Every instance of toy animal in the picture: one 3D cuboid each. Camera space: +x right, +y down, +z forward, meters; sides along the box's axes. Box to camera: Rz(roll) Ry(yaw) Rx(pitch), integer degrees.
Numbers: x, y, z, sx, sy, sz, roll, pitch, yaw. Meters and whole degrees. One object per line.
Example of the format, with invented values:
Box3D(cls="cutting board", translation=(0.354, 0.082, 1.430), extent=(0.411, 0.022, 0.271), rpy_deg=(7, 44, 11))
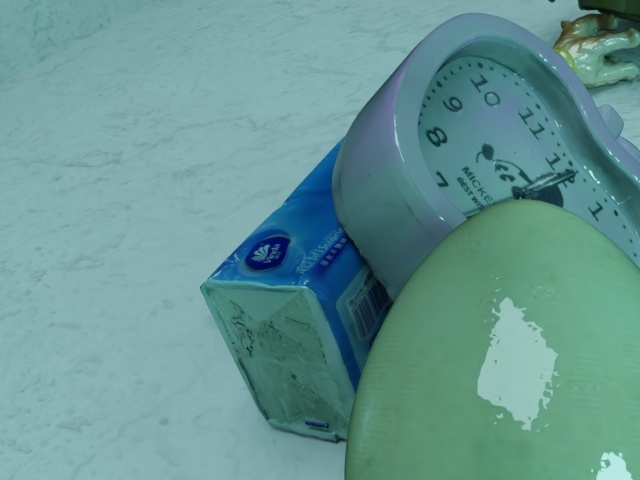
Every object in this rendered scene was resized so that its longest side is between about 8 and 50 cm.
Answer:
Box3D(cls="toy animal", translation=(0.353, -0.273, 1.211), extent=(0.185, 0.104, 0.184), rpy_deg=(-28, 34, -7))

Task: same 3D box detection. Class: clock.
Box3D(cls="clock", translation=(0.175, -0.039, 0.720), extent=(0.102, 0.338, 0.338), rpy_deg=(-41, 7, 49))

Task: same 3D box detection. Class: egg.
Box3D(cls="egg", translation=(0.124, 0.118, 0.479), extent=(0.219, 0.218, 0.295), rpy_deg=(-6, 69, 19))

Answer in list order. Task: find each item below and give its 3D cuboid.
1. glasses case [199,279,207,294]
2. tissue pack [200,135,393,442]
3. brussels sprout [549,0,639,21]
Box3D(cls="glasses case", translation=(-0.001, 0.000, 0.998), extent=(0.117, 0.070, 0.301), rpy_deg=(9, 42, 46))
Box3D(cls="tissue pack", translation=(0.033, 0.038, 0.790), extent=(0.146, 0.198, 0.263), rpy_deg=(3, 38, 34))
Box3D(cls="brussels sprout", translation=(0.515, -0.497, 1.151), extent=(0.343, 0.360, 0.425), rpy_deg=(6, 17, -21))
